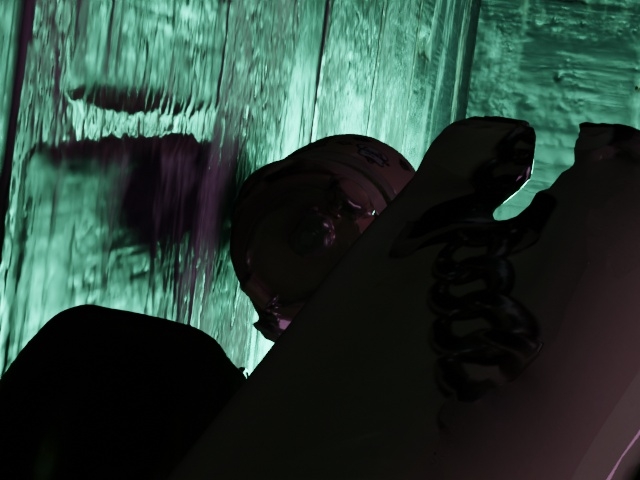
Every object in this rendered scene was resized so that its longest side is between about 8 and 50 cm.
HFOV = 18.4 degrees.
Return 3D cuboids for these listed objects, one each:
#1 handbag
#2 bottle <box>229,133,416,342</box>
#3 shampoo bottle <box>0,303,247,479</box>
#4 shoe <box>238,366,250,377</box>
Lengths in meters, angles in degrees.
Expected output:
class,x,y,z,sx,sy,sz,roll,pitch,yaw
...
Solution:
class,x,y,z,sx,sy,sz,roll,pitch,yaw
handbag,0.012,0.163,0.501,0.358,0.160,0.236,-50,130,-40
bottle,-0.001,-0.001,1.012,0.152,0.099,0.099,-42,140,-74
shampoo bottle,-0.057,0.148,0.725,0.350,0.084,0.125,85,18,-62
shoe,-0.039,0.143,1.006,0.062,0.053,0.159,80,21,-57
